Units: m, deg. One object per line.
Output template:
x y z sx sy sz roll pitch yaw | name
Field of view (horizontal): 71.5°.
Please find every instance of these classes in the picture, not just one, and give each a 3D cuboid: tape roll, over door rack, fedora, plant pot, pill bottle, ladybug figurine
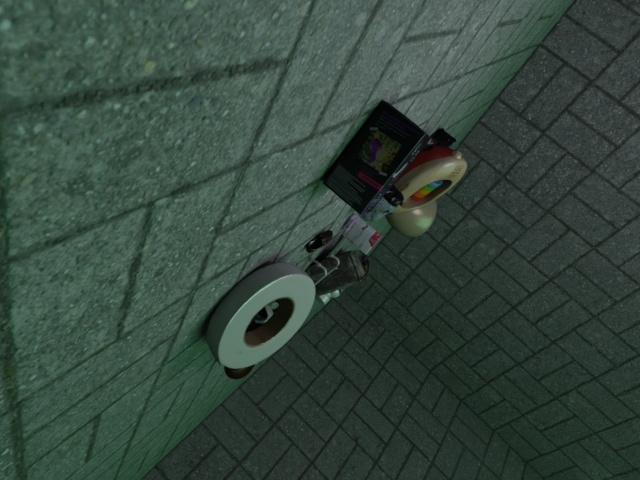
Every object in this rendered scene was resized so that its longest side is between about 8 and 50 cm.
-0.183 0.246 1.438 0.391 0.072 0.392 -33 145 -26 | tape roll
-0.098 0.174 1.833 0.324 0.108 0.239 -37 178 37 | over door rack
-0.352 0.488 1.886 0.194 0.194 0.079 -47 133 0 | fedora
0.444 -0.176 2.358 0.190 0.284 0.284 16 122 -40 | plant pot
0.080 0.207 2.449 0.301 0.169 0.169 -45 169 -16 | pill bottle
0.451 -0.277 1.986 0.304 0.162 0.449 -2 156 -38 | ladybug figurine

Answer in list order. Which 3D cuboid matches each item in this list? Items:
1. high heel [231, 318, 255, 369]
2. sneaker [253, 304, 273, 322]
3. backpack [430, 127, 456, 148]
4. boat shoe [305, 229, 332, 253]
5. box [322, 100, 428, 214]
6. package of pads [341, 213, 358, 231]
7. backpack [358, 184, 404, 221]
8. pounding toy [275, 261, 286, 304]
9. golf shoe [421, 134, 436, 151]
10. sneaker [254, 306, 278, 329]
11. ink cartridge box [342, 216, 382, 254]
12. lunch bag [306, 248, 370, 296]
-0.350 0.416 1.640 0.181 0.127 0.378 -37 156 -39 | high heel
-0.236 0.264 1.637 0.086 0.085 0.237 -21 161 0 | sneaker
0.565 -0.459 2.116 0.114 0.105 0.084 -42 170 -23 | backpack
0.001 0.001 1.689 0.133 0.049 0.042 -37 174 -27 | boat shoe
0.157 -0.221 1.224 0.270 0.143 0.165 -51 171 17 | box
0.132 -0.078 1.974 0.050 0.032 0.083 -35 164 -46 | package of pads
0.230 -0.162 1.813 0.115 0.152 0.182 -27 170 -49 | backpack
-0.150 0.163 1.602 0.130 0.100 0.141 -49 165 -23 | pounding toy
0.462 -0.417 1.954 0.086 0.067 0.186 -49 170 12 | golf shoe
-0.207 0.399 1.861 0.129 0.147 0.330 -28 -175 16 | sneaker
0.196 -0.026 2.108 0.109 0.150 0.063 -54 172 33 | ink cartridge box
0.101 0.143 2.123 0.235 0.169 0.287 -21 180 20 | lunch bag
